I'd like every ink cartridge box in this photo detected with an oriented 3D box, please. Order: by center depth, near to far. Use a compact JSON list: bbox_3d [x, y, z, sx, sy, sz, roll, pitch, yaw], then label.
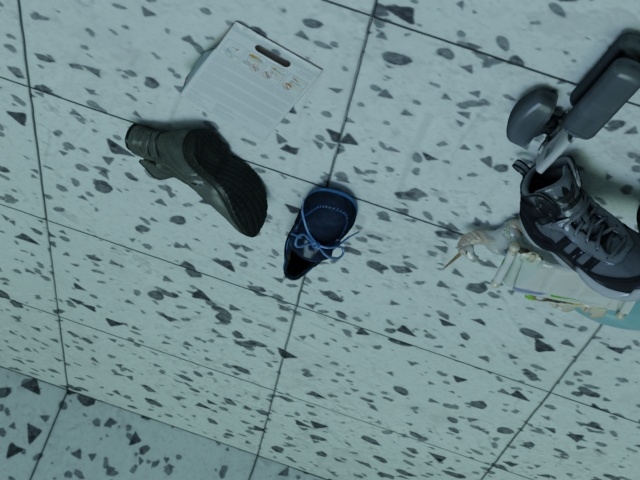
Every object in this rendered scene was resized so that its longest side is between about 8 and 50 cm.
[{"bbox_3d":[-0.097,-0.234,2.134,0.145,0.045,0.179,28,135,-16],"label":"ink cartridge box"}]

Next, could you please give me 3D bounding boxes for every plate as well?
[{"bbox_3d":[0.469,0.088,2.371,0.188,0.024,0.188,15,154,8],"label":"plate"}]

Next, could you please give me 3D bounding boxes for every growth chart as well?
[{"bbox_3d":[0.377,0.068,2.307,0.237,0.021,0.172,13,154,-7],"label":"growth chart"}]

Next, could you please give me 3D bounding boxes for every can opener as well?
[{"bbox_3d":[0.313,-0.174,1.895,0.095,0.076,0.283,22,154,-6],"label":"can opener"}]

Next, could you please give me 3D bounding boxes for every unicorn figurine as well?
[{"bbox_3d":[0.281,0.005,2.312,0.111,0.060,0.162,27,138,-15],"label":"unicorn figurine"}]

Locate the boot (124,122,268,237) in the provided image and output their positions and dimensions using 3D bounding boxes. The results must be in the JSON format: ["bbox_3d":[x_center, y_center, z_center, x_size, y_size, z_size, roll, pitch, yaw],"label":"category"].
[{"bbox_3d":[-0.197,-0.105,2.420,0.161,0.083,0.246,8,148,38],"label":"boot"}]

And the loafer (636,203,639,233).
[{"bbox_3d":[0.477,-0.015,2.086,0.096,0.084,0.267,10,153,19],"label":"loafer"}]

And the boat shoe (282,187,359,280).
[{"bbox_3d":[0.000,0.000,2.453,0.109,0.089,0.258,20,155,0],"label":"boat shoe"}]

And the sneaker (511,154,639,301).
[{"bbox_3d":[0.362,-0.022,2.063,0.268,0.101,0.153,34,163,41],"label":"sneaker"}]
